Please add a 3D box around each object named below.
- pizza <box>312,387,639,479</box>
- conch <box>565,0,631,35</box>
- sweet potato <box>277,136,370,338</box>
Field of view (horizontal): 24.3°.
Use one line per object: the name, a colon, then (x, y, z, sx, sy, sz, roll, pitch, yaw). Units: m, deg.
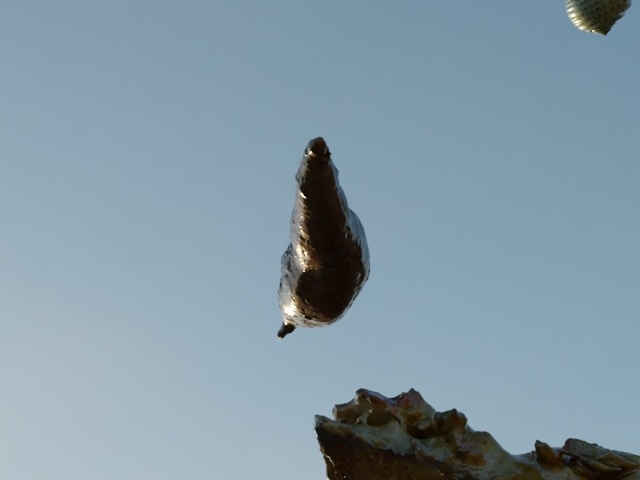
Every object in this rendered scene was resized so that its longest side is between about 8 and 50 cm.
pizza: (0.112, 0.205, 1.049, 0.288, 0.074, 0.251, 20, -43, -2)
conch: (0.240, -0.219, 1.270, 0.057, 0.076, 0.085, 9, -73, 14)
sweet potato: (0.006, 0.000, 1.024, 0.068, 0.068, 0.226, -8, -34, -13)
